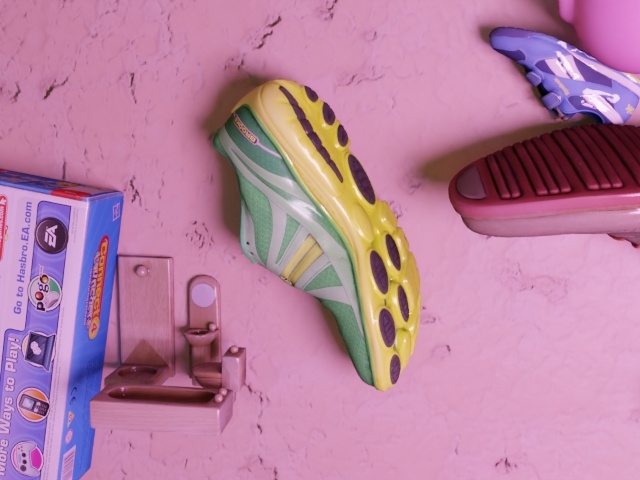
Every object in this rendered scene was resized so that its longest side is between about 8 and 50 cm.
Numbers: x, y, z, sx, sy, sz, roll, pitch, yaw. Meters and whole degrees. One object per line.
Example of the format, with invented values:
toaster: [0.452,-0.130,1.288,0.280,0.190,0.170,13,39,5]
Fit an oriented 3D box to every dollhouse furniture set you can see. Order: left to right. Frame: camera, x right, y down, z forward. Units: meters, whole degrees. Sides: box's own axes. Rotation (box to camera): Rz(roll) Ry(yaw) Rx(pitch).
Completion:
dollhouse furniture set: [-0.143,0.089,0.758,0.144,0.151,0.123,2,99,7]

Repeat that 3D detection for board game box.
board game box: [-0.371,0.075,0.828,0.301,0.086,0.309,12,101,8]

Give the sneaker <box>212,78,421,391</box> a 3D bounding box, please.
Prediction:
sneaker: [0.000,0.000,0.757,0.123,0.109,0.296,-22,97,35]

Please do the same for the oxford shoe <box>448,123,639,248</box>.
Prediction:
oxford shoe: [0.281,-0.021,0.673,0.347,0.123,0.130,-4,124,6]

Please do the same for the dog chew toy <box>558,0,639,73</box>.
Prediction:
dog chew toy: [0.350,-0.190,0.613,0.331,0.206,0.207,4,100,18]

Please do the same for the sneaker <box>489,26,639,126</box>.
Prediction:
sneaker: [0.207,-0.139,0.712,0.144,0.053,0.059,28,104,6]
